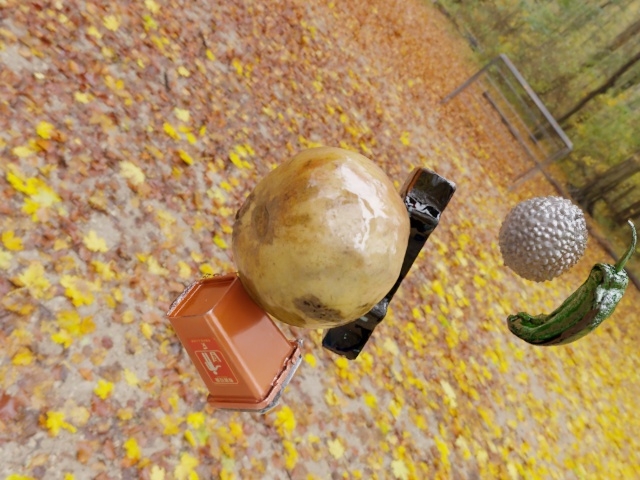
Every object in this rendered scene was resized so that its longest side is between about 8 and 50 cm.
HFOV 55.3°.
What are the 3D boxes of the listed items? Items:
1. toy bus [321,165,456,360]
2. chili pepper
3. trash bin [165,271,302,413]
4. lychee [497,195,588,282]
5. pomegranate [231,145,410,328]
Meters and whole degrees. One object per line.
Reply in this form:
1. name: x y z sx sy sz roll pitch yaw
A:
1. toy bus: 0.127 0.046 1.204 0.093 0.409 0.092 28 13 -6
2. chili pepper: 0.392 0.099 0.940 0.065 0.279 0.122 19 47 -23
3. trash bin: -0.154 0.179 1.134 0.184 0.161 0.239 -53 125 -46
4. lychee: 0.418 -0.001 1.174 0.165 0.197 0.165 9 70 -26
5. pomegranate: 0.000 0.000 1.044 0.322 0.322 0.322 40 27 -26
